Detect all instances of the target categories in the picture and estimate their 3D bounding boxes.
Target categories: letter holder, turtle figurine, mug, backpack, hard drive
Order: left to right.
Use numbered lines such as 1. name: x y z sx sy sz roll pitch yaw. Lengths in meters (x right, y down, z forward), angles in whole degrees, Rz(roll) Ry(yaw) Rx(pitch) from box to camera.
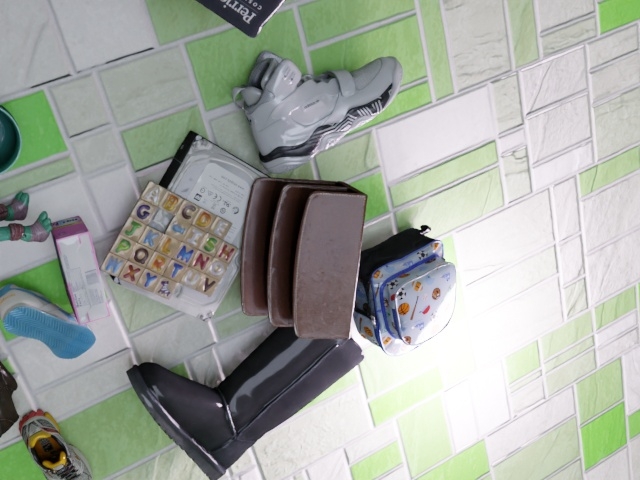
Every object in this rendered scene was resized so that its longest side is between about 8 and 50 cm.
1. turtle figurine: -0.590 -0.033 1.265 0.118 0.175 0.234 -45 161 28
2. mug: -0.588 -0.192 1.273 0.129 0.097 0.158 -19 114 -21
3. hard drive: -0.249 -0.022 1.533 0.236 0.064 0.339 30 93 -32
4. letter holder: -0.044 0.034 1.516 0.214 0.152 0.302 2 104 -18
5. backpack: 0.194 0.134 1.748 0.276 0.213 0.264 -21 127 -23

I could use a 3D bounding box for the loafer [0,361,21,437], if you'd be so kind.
1. loafer: -0.633 0.273 1.435 0.078 0.080 0.220 -29 123 -54

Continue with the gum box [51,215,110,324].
1. gum box: -0.460 0.061 1.422 0.062 0.107 0.189 -16 114 -22

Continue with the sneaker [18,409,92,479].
1. sneaker: -0.542 0.456 1.526 0.088 0.092 0.225 -34 120 -14

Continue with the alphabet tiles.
1. alphabet tiles: -0.288 0.019 1.484 0.237 0.009 0.198 29 92 -32

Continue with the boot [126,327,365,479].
1. boot: -0.151 0.272 1.635 0.445 0.146 0.367 -37 128 -9

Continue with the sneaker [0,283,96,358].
1. sneaker: -0.523 0.155 1.437 0.087 0.092 0.229 -41 142 -1

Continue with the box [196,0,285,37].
1. box: -0.154 -0.663 1.114 0.479 0.297 0.471 27 126 -33

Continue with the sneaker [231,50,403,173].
1. sneaker: -0.005 -0.314 1.514 0.365 0.137 0.210 -37 123 -8
